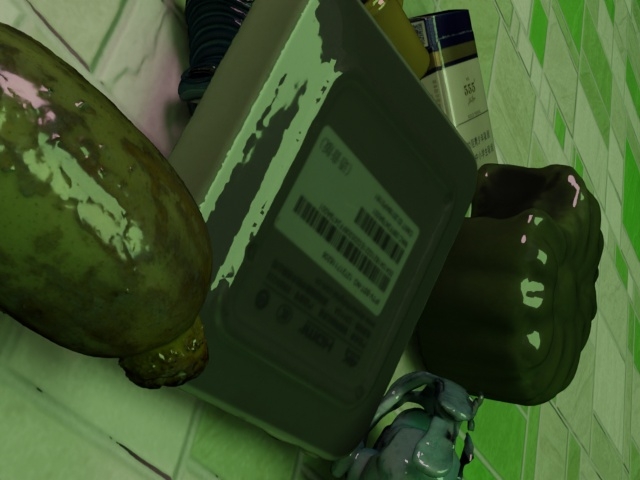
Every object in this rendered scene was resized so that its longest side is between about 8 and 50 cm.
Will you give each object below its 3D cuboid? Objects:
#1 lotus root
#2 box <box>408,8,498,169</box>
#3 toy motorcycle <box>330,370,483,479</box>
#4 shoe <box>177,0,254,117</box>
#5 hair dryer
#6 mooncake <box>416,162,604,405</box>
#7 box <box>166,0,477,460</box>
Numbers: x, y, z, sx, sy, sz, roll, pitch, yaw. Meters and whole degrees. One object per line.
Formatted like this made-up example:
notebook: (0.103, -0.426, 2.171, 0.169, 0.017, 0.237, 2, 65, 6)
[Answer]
lotus root: (-0.172, -0.023, 0.593, 0.309, 0.173, 0.173, 47, 44, -27)
box: (0.192, -0.212, 1.357, 0.168, 0.071, 0.259, -29, 108, -57)
toy motorcycle: (0.098, 0.243, 0.978, 0.206, 0.154, 0.260, -60, 176, 9)
shoe: (-0.085, -0.150, 0.852, 0.106, 0.092, 0.207, -31, 113, -63)
hair dryer: (0.084, -0.333, 1.205, 0.135, 0.090, 0.278, 50, 37, -40)
mooncake: (0.275, 0.068, 1.270, 0.351, 0.187, 0.351, -28, 122, -58)
box: (0.000, 0.000, 0.860, 0.367, 0.090, 0.373, 39, 72, -48)
